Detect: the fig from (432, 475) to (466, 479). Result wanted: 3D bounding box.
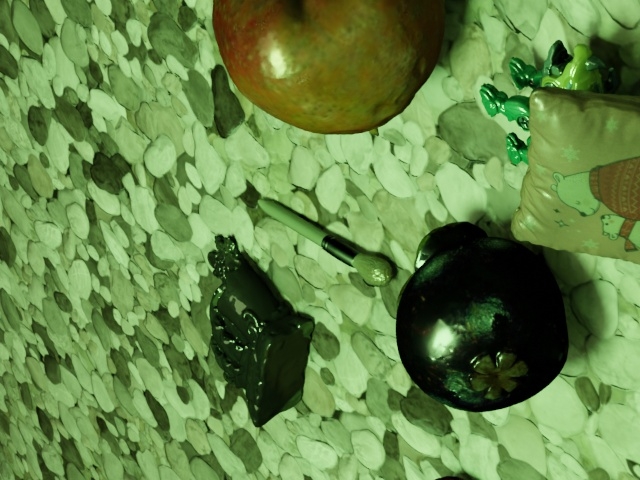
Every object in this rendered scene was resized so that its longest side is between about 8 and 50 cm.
[{"bbox_3d":[0.187,0.415,2.082,0.119,0.119,0.153,43,142,27],"label":"fig"}]

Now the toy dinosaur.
[{"bbox_3d":[0.276,-0.112,1.598,0.153,0.094,0.259,18,139,45],"label":"toy dinosaur"}]

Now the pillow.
[{"bbox_3d":[0.320,-0.063,1.509,0.223,0.084,0.236,5,135,6],"label":"pillow"}]

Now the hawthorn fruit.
[{"bbox_3d":[0.022,-0.242,1.706,0.277,0.277,0.298,21,149,45],"label":"hawthorn fruit"}]

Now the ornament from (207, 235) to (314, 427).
[{"bbox_3d":[-0.130,0.138,2.335,0.260,0.106,0.251,44,142,33],"label":"ornament"}]

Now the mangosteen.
[{"bbox_3d":[0.192,0.096,1.764,0.243,0.243,0.243,33,138,36],"label":"mangosteen"}]

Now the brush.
[{"bbox_3d":[0.000,0.000,2.098,0.299,0.039,0.042,29,136,41],"label":"brush"}]
